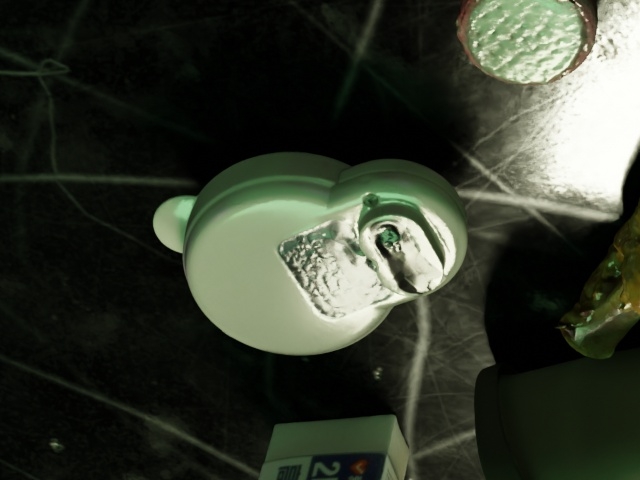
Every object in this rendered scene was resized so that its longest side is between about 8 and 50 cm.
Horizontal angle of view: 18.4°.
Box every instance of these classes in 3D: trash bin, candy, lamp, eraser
[{"bbox_3d":[0.281,0.189,1.613,0.250,0.219,0.220,-19,126,20],"label":"trash bin"},{"bbox_3d":[0.150,-0.160,1.437,0.103,0.043,0.103,6,130,7],"label":"candy"},{"bbox_3d":[0.001,-0.002,1.573,0.246,0.108,0.179,-15,130,24],"label":"lamp"},{"bbox_3d":[0.000,0.247,1.724,0.124,0.210,0.068,-8,128,20],"label":"eraser"}]

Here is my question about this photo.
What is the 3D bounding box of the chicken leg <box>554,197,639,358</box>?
[{"bbox_3d":[0.338,-0.009,1.462,0.295,0.182,0.409,14,142,-20],"label":"chicken leg"}]
